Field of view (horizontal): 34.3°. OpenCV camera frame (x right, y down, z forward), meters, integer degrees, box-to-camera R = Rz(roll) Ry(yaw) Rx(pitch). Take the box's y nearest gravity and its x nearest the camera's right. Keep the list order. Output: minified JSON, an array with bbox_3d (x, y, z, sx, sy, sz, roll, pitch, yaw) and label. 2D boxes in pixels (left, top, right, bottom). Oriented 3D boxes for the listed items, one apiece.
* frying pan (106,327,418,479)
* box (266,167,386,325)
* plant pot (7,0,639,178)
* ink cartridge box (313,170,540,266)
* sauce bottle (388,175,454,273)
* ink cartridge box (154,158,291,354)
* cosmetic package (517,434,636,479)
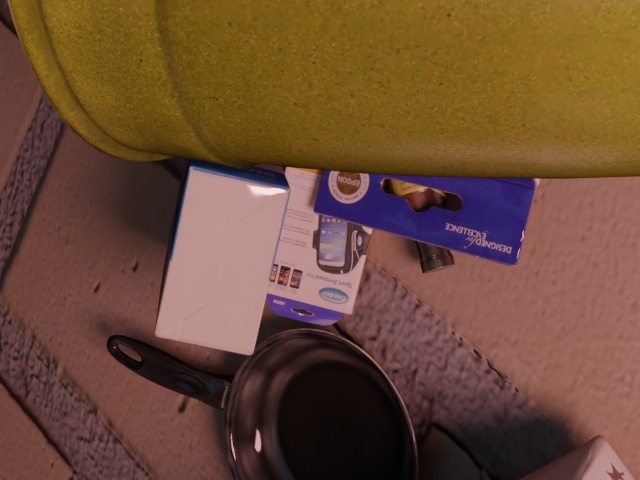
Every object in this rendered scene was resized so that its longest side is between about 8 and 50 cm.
[{"bbox_3d":[-0.050,0.174,0.902,0.326,0.053,0.197,-5,92,37],"label":"frying pan"},{"bbox_3d":[0.000,0.000,0.848,0.081,0.028,0.136,15,106,4],"label":"box"},{"bbox_3d":[0.091,-0.181,0.529,0.353,0.366,0.366,15,103,18],"label":"plant pot"},{"bbox_3d":[0.096,-0.180,0.735,0.176,0.069,0.371,16,99,28],"label":"ink cartridge box"},{"bbox_3d":[0.075,-0.039,0.803,0.042,0.042,0.128,-17,86,35],"label":"sauce bottle"},{"bbox_3d":[-0.083,-0.013,0.851,0.078,0.231,0.134,11,104,-9],"label":"ink cartridge box"},{"bbox_3d":[0.093,0.330,0.734,0.385,0.156,0.217,-40,83,33],"label":"cosmetic package"}]
